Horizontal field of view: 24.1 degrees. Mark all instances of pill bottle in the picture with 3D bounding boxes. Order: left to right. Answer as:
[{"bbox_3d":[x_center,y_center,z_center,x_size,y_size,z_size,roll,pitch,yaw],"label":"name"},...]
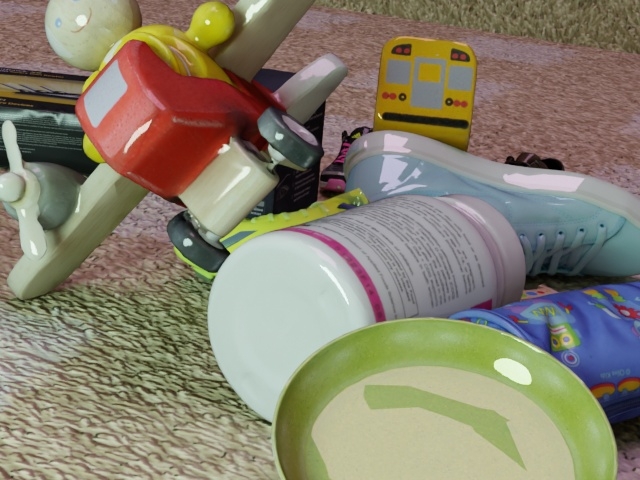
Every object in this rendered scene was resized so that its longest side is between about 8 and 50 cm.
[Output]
[{"bbox_3d":[0.051,0.047,1.277,0.160,0.160,0.283,17,21,32],"label":"pill bottle"}]

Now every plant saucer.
[{"bbox_3d":[0.085,0.149,1.050,0.241,0.037,0.241,2,41,-2],"label":"plant saucer"}]

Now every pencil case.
[{"bbox_3d":[0.236,0.100,1.241,0.306,0.119,0.133,-7,30,-37],"label":"pencil case"}]

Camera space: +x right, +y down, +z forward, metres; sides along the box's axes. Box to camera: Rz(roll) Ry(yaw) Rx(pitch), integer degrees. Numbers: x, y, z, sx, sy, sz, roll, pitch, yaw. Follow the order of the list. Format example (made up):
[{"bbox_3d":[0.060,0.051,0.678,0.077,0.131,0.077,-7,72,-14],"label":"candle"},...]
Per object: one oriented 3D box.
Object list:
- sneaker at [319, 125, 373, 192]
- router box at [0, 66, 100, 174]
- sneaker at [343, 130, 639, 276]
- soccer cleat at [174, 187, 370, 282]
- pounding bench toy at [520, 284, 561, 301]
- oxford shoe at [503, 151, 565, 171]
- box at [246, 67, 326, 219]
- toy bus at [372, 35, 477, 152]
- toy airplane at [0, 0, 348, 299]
[{"bbox_3d":[0.043,-0.106,1.921,0.063,0.075,0.170,11,18,17],"label":"sneaker"},{"bbox_3d":[-0.322,-0.154,1.945,0.308,0.081,0.243,6,17,-1],"label":"router box"},{"bbox_3d":[0.193,0.005,1.590,0.366,0.135,0.150,12,54,-8],"label":"sneaker"},{"bbox_3d":[0.001,0.000,1.481,0.289,0.121,0.093,8,17,7],"label":"soccer cleat"},{"bbox_3d":[0.190,0.072,1.426,0.065,0.052,0.083,-5,20,-32],"label":"pounding bench toy"},{"bbox_3d":[0.223,-0.058,1.794,0.083,0.096,0.227,18,22,29],"label":"oxford shoe"},{"bbox_3d":[-0.064,-0.110,1.756,0.093,0.158,0.156,11,17,18],"label":"box"},{"bbox_3d":[0.112,-0.126,1.735,0.108,0.130,0.333,5,-9,2],"label":"toy bus"},{"bbox_3d":[-0.124,-0.139,1.352,0.272,0.384,0.386,41,59,-2],"label":"toy airplane"}]
